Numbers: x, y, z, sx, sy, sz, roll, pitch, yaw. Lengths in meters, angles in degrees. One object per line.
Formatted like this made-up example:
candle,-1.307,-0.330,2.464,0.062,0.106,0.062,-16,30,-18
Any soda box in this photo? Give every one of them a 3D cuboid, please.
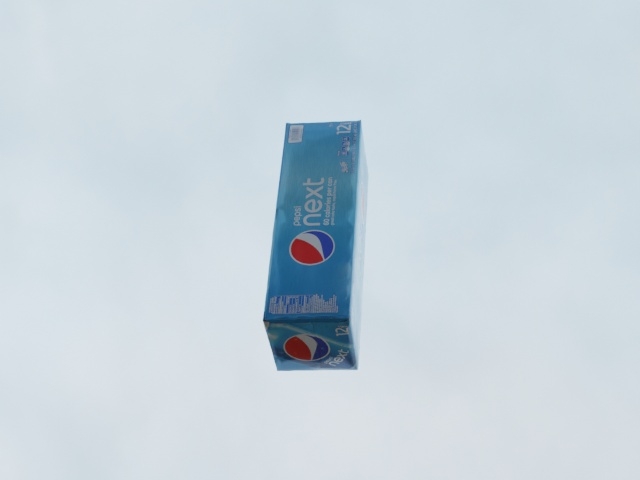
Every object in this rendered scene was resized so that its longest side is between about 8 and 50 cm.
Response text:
soda box,0.000,0.000,0.888,0.067,0.210,0.071,-1,-40,8
